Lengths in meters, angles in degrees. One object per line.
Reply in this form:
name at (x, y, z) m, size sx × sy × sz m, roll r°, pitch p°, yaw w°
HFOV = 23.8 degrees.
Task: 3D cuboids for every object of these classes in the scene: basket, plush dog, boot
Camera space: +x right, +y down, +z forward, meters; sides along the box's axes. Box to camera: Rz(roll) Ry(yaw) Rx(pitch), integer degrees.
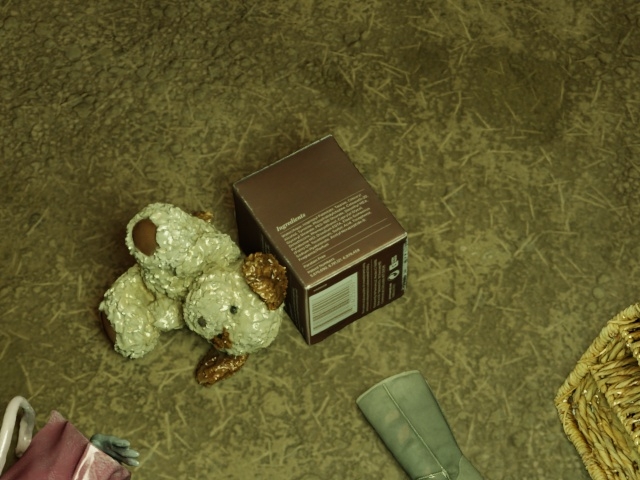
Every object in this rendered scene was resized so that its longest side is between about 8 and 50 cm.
basket at (0.450, 0.216, 1.926) m, size 0.223 × 0.213 × 0.299 m, roll -13°, pitch 43°, yaw -8°
plush dog at (-0.150, 0.068, 2.084) m, size 0.225 × 0.262 × 0.210 m, roll 38°, pitch 40°, yaw 14°
boot at (0.109, 0.287, 2.008) m, size 0.189 × 0.076 × 0.208 m, roll -22°, pitch 66°, yaw -28°

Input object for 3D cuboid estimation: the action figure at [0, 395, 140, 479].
action figure at (-0.397, 0.371, 1.869) m, size 0.275 × 0.248 × 0.370 m, roll 32°, pitch 62°, yaw 20°

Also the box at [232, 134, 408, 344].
box at (0.000, 0.000, 2.131) m, size 0.167 × 0.168 × 0.203 m, roll -28°, pitch 62°, yaw -15°
